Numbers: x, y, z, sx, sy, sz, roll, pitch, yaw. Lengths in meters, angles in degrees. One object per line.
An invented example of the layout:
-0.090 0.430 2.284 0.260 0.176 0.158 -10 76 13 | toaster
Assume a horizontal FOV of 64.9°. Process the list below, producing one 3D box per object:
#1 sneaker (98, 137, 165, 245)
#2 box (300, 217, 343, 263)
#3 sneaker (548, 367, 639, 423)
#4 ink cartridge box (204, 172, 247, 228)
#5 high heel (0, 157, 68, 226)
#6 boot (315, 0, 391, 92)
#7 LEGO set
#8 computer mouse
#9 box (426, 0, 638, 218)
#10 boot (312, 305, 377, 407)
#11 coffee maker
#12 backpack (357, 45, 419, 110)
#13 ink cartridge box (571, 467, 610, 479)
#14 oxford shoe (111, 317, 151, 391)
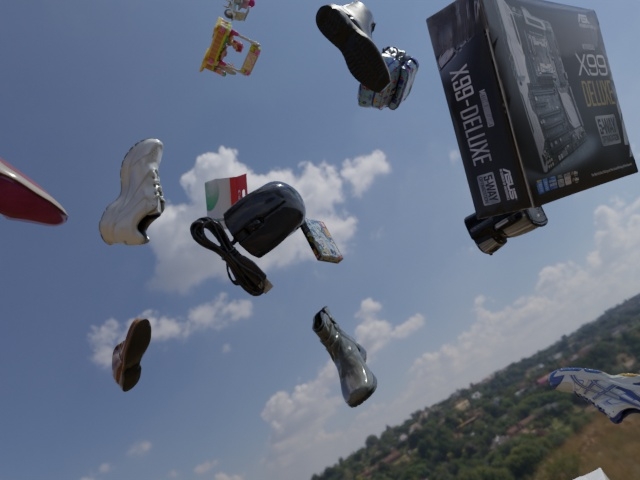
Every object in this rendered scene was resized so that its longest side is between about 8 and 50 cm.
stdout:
-0.451 -0.119 1.290 0.129 0.298 0.111 12 -11 12 | sneaker
0.000 0.000 1.402 0.027 0.137 0.093 -44 -32 26 | box
0.777 0.429 1.383 0.296 0.131 0.111 -7 -27 46 | sneaker
-0.332 -0.132 1.774 0.056 0.181 0.224 -3 -2 -37 | ink cartridge box
-0.538 -0.059 0.694 0.181 0.127 0.377 -55 -32 -6 | high heel
0.097 -0.404 1.018 0.076 0.198 0.137 -31 7 45 | boot
-0.205 -0.426 1.155 0.107 0.132 0.287 20 -20 -18 | LEGO set
-0.106 -0.036 0.996 0.072 0.188 0.272 -38 8 45 | computer mouse
0.284 -0.175 0.646 0.307 0.243 0.076 -14 0 -39 | box
0.036 0.247 1.107 0.083 0.161 0.246 -38 13 6 | boot
0.488 -0.073 1.348 0.120 0.171 0.178 20 -37 -29 | coffee maker
0.178 -0.432 1.381 0.173 0.116 0.158 -47 -19 -47 | backpack
0.535 0.596 0.937 0.168 0.233 0.171 -39 -4 21 | ink cartridge box
-0.475 0.270 1.233 0.076 0.076 0.212 -18 -44 -60 | oxford shoe
